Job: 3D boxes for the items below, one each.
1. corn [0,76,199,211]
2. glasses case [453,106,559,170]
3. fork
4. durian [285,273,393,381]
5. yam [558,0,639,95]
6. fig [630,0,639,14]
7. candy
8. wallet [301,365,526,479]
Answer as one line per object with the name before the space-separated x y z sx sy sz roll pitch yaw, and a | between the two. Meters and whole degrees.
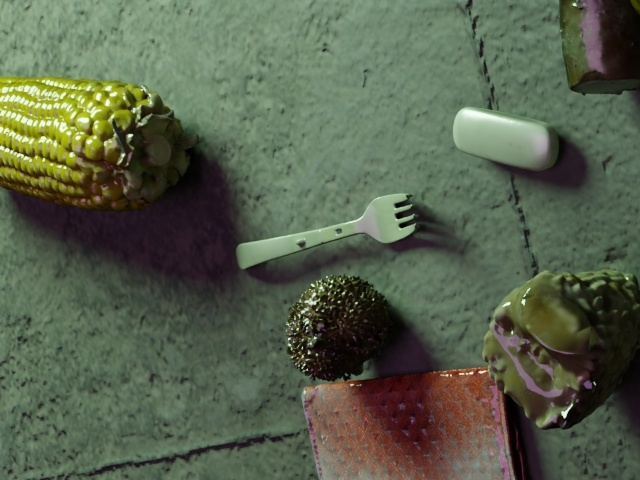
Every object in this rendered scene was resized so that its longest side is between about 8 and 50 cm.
corn | -0.229 -0.084 1.461 0.305 0.106 0.106 10 105 45
glasses case | 0.121 -0.067 1.162 0.083 0.021 0.032 17 111 43
fork | 0.005 -0.002 1.299 0.219 0.028 0.034 -17 93 50
durian | 0.011 0.063 1.255 0.080 0.091 0.080 3 99 17
yam | 0.161 -0.212 1.066 0.061 0.061 0.252 -3 96 46
fig | 0.223 -0.164 1.011 0.098 0.082 0.084 0 82 7
candy | 0.154 0.064 1.091 0.085 0.110 0.095 49 127 22
wallet | 0.065 0.146 1.264 0.196 0.020 0.103 -12 90 47
